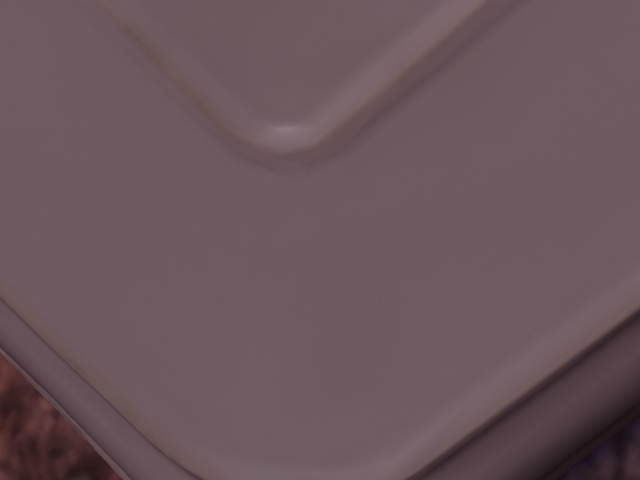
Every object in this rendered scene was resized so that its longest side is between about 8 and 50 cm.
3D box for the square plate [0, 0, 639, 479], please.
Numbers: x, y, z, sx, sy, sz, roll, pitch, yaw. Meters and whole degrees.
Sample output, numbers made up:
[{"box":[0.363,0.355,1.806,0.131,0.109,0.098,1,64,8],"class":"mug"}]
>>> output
[{"box":[-0.008,-0.083,0.482,0.344,0.049,0.347,45,117,-10],"class":"square plate"}]
